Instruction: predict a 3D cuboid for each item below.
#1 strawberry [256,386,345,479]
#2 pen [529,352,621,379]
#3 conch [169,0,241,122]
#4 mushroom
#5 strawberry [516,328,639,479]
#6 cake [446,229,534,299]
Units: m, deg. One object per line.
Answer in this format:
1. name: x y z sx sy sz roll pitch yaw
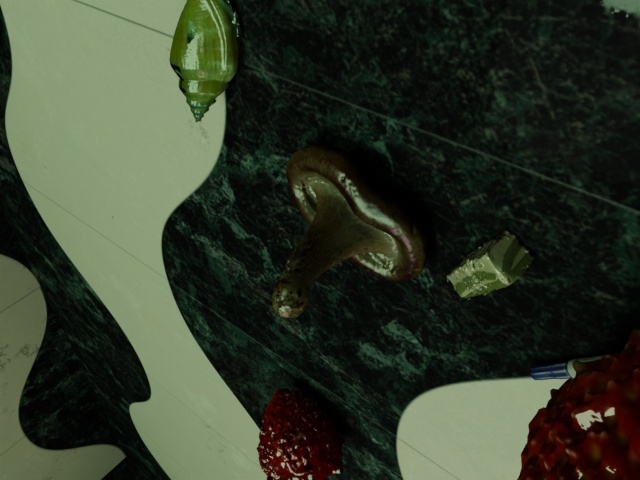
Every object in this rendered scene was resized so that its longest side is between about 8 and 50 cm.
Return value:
1. strawberry: -0.051 0.403 1.262 0.187 0.184 0.202 45 -154 -83
2. pen: 0.321 0.142 0.698 0.025 0.025 0.204 53 147 -5
3. conch: -0.155 -0.254 0.831 0.094 0.079 0.201 27 135 2
4. mushroom: 0.000 0.000 0.757 0.227 0.217 0.148 40 146 16
5. strawberry: 0.311 0.270 0.535 0.292 0.344 0.292 16 148 10
6. cake: 0.198 0.033 0.736 0.051 0.055 0.140 46 164 3
